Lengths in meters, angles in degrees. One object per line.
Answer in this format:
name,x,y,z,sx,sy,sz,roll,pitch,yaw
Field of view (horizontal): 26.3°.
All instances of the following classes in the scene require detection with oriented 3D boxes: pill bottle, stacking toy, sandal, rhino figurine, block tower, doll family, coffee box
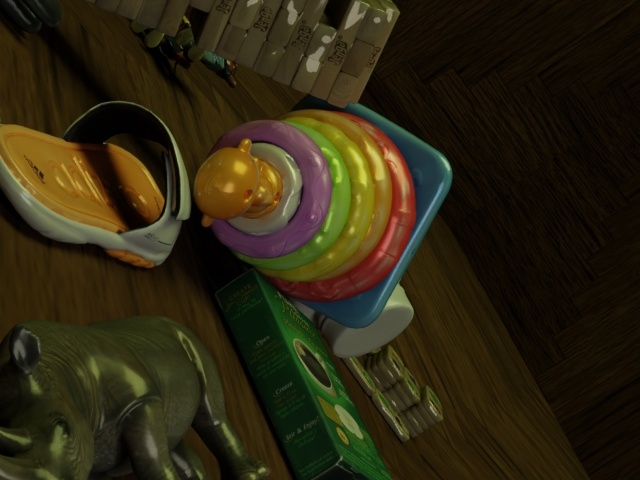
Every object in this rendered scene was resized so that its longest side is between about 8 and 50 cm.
pill bottle,0.000,0.000,1.279,0.215,0.117,0.117,60,10,26
stacking toy,-0.030,-0.034,1.058,0.166,0.175,0.302,31,8,17
sandal,-0.127,-0.042,0.879,0.102,0.076,0.265,57,8,6
rhino figurine,-0.097,0.081,0.599,0.106,0.073,0.243,61,11,10
block tower,-0.103,-0.214,1.103,0.335,0.097,0.091,19,20,-17
doll family,-0.157,-0.233,1.474,0.193,0.076,0.111,63,6,15
coffee box,-0.010,0.118,1.036,0.113,0.040,0.184,44,15,-53

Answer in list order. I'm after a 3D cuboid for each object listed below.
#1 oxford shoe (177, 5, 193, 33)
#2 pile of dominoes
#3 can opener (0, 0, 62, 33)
oxford shoe,-0.193,-0.356,1.580,0.130,0.123,0.348,37,-13,32
pile of dominoes,0.042,0.088,1.437,0.251,0.040,0.196,55,9,-7
can opener,-0.254,-0.221,0.980,0.059,0.073,0.186,9,-34,43
